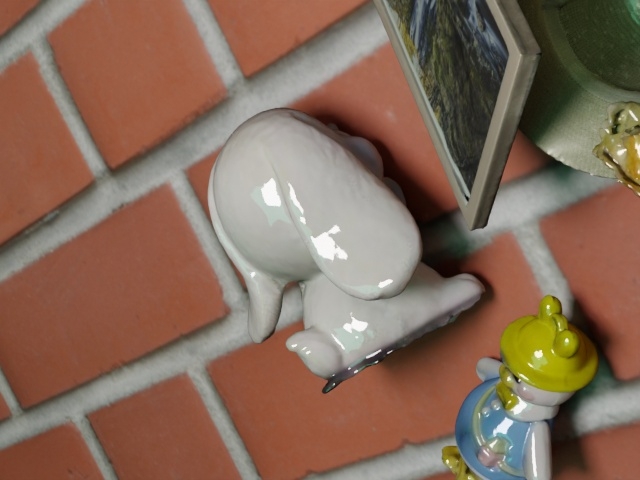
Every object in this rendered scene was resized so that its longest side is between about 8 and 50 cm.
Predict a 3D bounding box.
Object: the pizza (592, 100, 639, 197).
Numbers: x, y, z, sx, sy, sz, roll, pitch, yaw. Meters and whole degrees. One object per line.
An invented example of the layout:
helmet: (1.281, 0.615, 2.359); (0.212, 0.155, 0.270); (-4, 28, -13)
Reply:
pizza: (0.318, -0.069, 1.021); (0.287, 0.075, 0.280); (14, 110, 39)

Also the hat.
hat: (0.249, -0.188, 1.172); (0.257, 0.130, 0.257); (24, 127, 37)

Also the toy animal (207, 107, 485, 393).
toy animal: (-0.001, 0.017, 1.488); (0.289, 0.174, 0.249); (45, 134, 17)

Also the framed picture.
framed picture: (0.096, -0.201, 1.249); (0.240, 0.020, 0.324); (99, 155, -59)

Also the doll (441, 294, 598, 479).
doll: (0.192, 0.153, 1.428); (0.098, 0.135, 0.241); (21, 130, 2)
